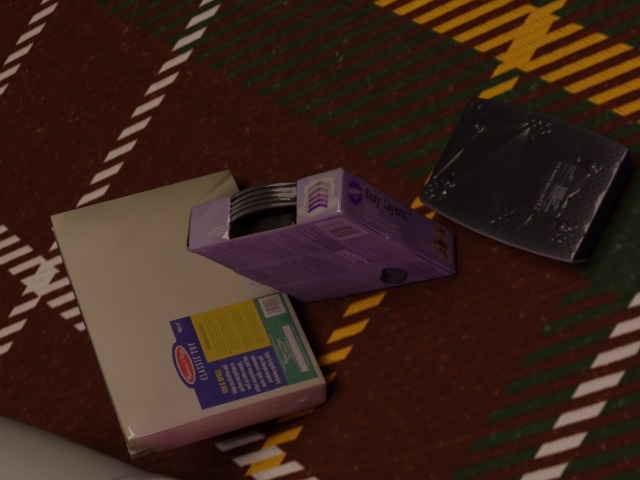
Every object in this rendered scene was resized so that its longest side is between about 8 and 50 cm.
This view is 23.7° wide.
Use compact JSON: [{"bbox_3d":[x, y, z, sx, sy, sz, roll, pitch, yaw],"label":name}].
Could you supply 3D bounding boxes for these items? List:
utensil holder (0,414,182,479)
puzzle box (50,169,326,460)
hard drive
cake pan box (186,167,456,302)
[{"bbox_3d":[-0.357,0.416,1.986,0.385,0.327,0.328,14,79,44],"label":"utensil holder"},{"bbox_3d":[-0.187,0.090,2.075,0.272,0.052,0.409,-14,51,-14],"label":"puzzle box"},{"bbox_3d":[0.258,-0.073,1.905,0.254,0.054,0.172,24,85,42],"label":"hard drive"},{"bbox_3d":[0.000,0.000,1.931,0.245,0.267,0.070,-15,63,35],"label":"cake pan box"}]
